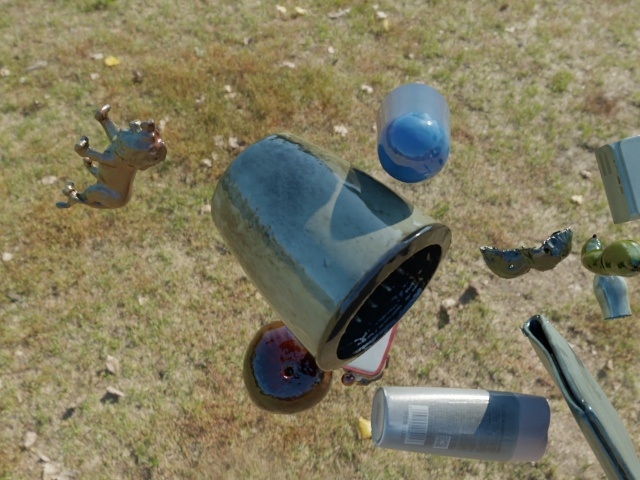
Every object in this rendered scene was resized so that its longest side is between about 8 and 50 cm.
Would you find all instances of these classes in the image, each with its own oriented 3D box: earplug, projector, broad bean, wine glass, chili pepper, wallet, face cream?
[{"bbox_3d":[0.146,-0.166,0.906,0.132,0.132,0.273,10,23,5],"label":"earplug"},{"bbox_3d":[0.819,-0.162,1.400,0.251,0.108,0.198,-13,86,-8],"label":"projector"},{"bbox_3d":[0.483,0.030,0.938,0.048,0.070,0.213,17,7,-2],"label":"broad bean"},{"bbox_3d":[0.855,0.132,1.697,0.093,0.093,0.202,-4,74,-6],"label":"wine glass"},{"bbox_3d":[0.624,0.050,1.699,0.265,0.148,0.116,-23,35,28],"label":"chili pepper"},{"bbox_3d":[0.381,0.255,0.795,0.251,0.054,0.290,55,19,-7],"label":"wallet"},{"bbox_3d":[0.214,0.279,0.870,0.269,0.073,0.107,7,94,-11],"label":"face cream"}]

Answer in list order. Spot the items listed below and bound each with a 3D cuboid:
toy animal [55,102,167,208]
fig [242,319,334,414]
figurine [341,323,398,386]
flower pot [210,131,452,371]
[{"bbox_3d":[-0.405,-0.143,1.133,0.158,0.312,0.097,34,42,-7],"label":"toy animal"},{"bbox_3d":[-0.086,0.318,1.434,0.235,0.235,0.214,-22,21,-19],"label":"fig"},{"bbox_3d":[0.105,0.283,1.398,0.160,0.226,0.183,13,55,21],"label":"figurine"},{"bbox_3d":[0.000,0.000,0.948,0.294,0.293,0.330,-34,61,-27],"label":"flower pot"}]
